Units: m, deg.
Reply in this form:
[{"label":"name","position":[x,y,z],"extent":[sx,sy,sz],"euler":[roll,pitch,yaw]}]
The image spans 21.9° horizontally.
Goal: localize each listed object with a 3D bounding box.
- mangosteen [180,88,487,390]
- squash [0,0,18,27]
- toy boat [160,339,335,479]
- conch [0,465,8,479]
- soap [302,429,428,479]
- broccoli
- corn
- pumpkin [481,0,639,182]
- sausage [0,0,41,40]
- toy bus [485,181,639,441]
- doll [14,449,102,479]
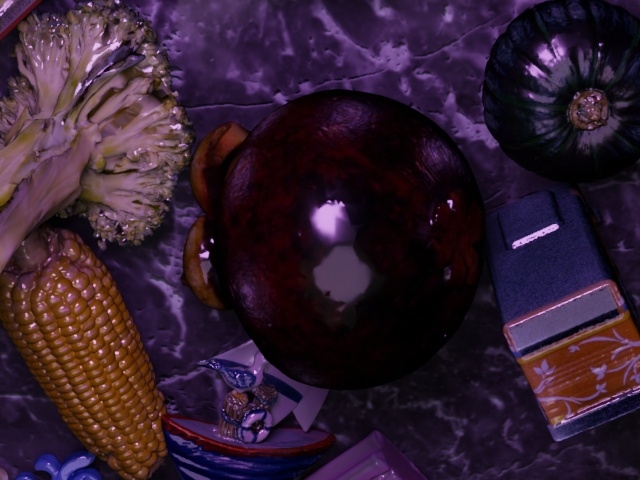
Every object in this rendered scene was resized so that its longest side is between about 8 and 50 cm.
[{"label":"mangosteen","position":[0.000,0.000,1.700],"extent":[0.346,0.307,0.307],"euler":[-3,124,35]},{"label":"squash","position":[-0.444,-0.333,1.505],"extent":[0.263,0.263,0.384],"euler":[-37,114,16]},{"label":"toy boat","position":[-0.041,0.164,1.903],"extent":[0.219,0.072,0.318],"euler":[39,90,-35]},{"label":"conch","position":[-0.569,0.305,1.904],"extent":[0.386,0.170,0.203],"euler":[15,142,-8]},{"label":"soap","position":[0.027,0.331,1.995],"extent":[0.203,0.065,0.122],"euler":[-35,114,15]},{"label":"broccoli","position":[-0.272,-0.055,1.614],"extent":[0.221,0.361,0.252],"euler":[30,147,1]},{"label":"corn","position":[-0.260,0.127,1.838],"extent":[0.130,0.130,0.347],"euler":[-19,120,7]},{"label":"pumpkin","position":[0.265,-0.153,1.702],"extent":[0.202,0.140,0.202],"euler":[-2,120,-4]},{"label":"sausage","position":[-0.290,-0.243,1.633],"extent":[0.253,0.034,0.034],"euler":[-47,114,-12]},{"label":"toy bus","position":[0.258,0.064,1.744],"extent":[0.138,0.275,0.167],"euler":[-25,114,11]},{"label":"doll","position":[-0.327,0.319,1.977],"extent":[0.110,0.067,0.206],"euler":[40,99,-6]}]
